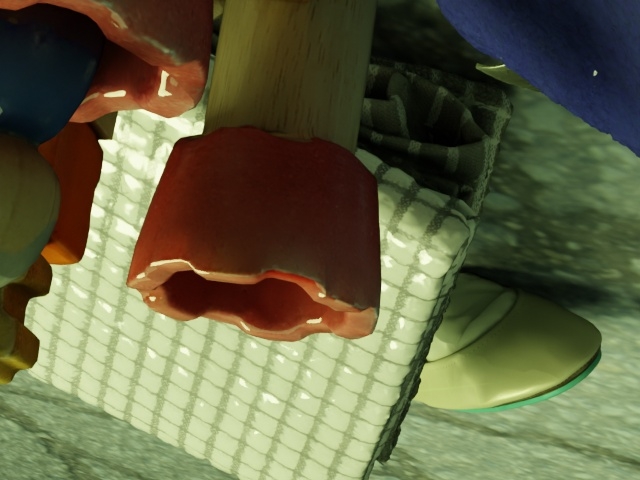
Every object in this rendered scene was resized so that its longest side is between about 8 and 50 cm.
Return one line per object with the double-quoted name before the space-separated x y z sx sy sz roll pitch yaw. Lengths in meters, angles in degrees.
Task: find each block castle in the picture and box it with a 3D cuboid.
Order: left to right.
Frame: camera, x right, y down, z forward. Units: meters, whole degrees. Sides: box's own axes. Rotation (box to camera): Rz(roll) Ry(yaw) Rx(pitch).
"block castle" -0.216 -0.066 0.553 0.453 0.212 0.303 4 164 14

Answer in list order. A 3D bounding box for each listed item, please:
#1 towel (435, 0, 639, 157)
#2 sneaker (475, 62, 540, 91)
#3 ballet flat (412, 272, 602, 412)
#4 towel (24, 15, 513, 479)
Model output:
"towel" 0.119 -0.097 0.518 0.308 0.076 0.227 38 164 47
"sneaker" 0.139 -0.085 0.708 0.089 0.051 0.170 24 163 -16
"ballet flat" 0.072 0.060 1.100 0.086 0.086 0.248 32 158 -23
"towel" -0.041 -0.003 0.920 0.235 0.121 0.283 27 139 9
